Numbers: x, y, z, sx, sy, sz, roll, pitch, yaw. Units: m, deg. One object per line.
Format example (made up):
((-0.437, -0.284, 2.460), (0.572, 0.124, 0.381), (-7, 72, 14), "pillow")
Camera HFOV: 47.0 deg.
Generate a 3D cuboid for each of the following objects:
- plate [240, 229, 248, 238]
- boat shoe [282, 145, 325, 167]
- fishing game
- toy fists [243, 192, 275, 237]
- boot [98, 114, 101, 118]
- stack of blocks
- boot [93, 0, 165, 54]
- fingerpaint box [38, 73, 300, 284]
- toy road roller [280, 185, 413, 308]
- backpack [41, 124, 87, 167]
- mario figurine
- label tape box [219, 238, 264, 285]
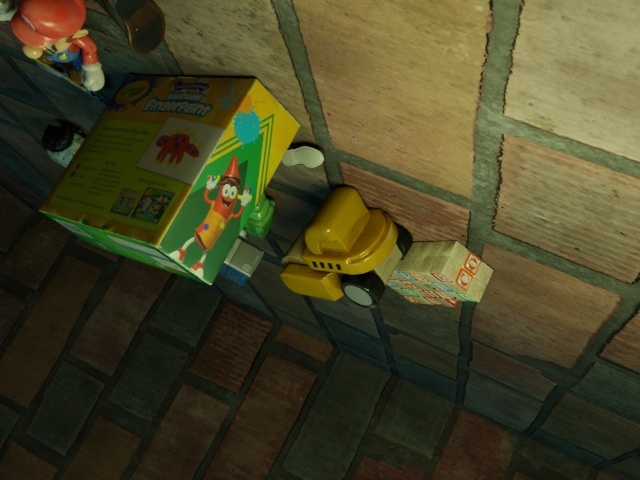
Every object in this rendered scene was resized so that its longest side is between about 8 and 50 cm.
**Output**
((-0.336, -0.091, 2.246), (0.277, 0.045, 0.278), (29, 176, -2), "plate")
((-0.029, -0.176, 1.540), (0.125, 0.038, 0.046), (0, 107, 49), "boat shoe")
((-0.590, -0.387, 1.742), (0.189, 0.041, 0.264), (32, 180, -2), "fishing game")
((-0.192, -0.086, 2.005), (0.142, 0.096, 0.279), (37, 166, 4), "toy fists")
((-0.553, -0.302, 2.025), (0.087, 0.042, 0.118), (18, 164, 10), "boot")
((0.271, 0.082, 1.770), (0.171, 0.087, 0.297), (35, 163, -25), "stack of blocks")
((-0.340, -0.413, 1.286), (0.106, 0.082, 0.219), (48, 171, 10), "boot")
((-0.314, -0.143, 1.502), (0.445, 0.371, 0.163), (12, 159, 42), "fingerpaint box")
((0.032, -0.004, 1.715), (0.330, 0.202, 0.240), (5, 141, 43), "toy road roller")
((-0.769, -0.280, 2.308), (0.152, 0.115, 0.182), (11, 161, 38), "backpack")
((-0.542, -0.388, 1.461), (0.198, 0.170, 0.320), (-5, 177, -9), "mario figurine")
((-0.393, 0.022, 2.654), (0.348, 0.115, 0.249), (32, 164, -5), "label tape box")
